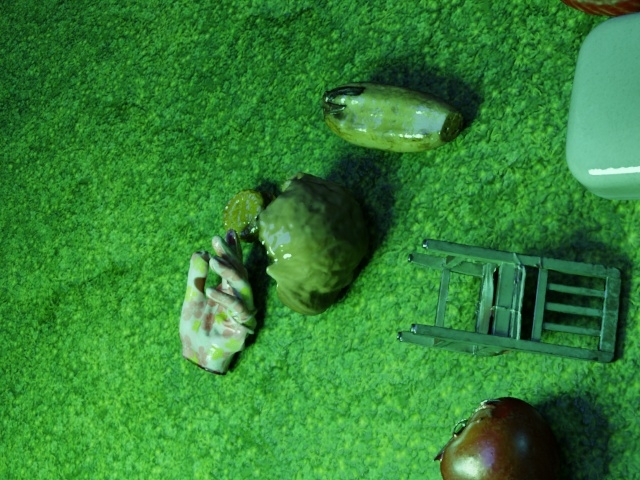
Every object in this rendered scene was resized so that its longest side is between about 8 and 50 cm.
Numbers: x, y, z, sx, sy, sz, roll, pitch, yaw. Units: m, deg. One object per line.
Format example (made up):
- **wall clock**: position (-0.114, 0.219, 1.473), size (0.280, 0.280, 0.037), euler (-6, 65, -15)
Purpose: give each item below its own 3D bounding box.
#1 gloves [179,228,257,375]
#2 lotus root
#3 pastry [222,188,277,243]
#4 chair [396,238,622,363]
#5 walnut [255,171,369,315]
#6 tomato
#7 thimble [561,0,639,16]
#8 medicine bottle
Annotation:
- **gloves**: position (-0.170, 0.102, 1.683), size (0.241, 0.126, 0.145), euler (-69, 22, 2)
- **lotus root**: position (0.113, -0.197, 1.568), size (0.259, 0.097, 0.110), euler (17, 93, 36)
- **pastry**: position (-0.125, -0.045, 1.739), size (0.109, 0.057, 0.097), euler (-45, 52, 21)
- **chair**: position (0.253, 0.090, 1.328), size (0.271, 0.147, 0.136), euler (8, 79, -2)
- **walnut**: position (-0.005, -0.008, 1.533), size (0.141, 0.204, 0.238), euler (-14, 65, 22)
- **tomato**: position (0.234, 0.286, 1.244), size (0.167, 0.167, 0.167), euler (-16, 64, 36)
- **thimble**: position (0.398, -0.510, 1.346), size (0.350, 0.231, 0.350), euler (-15, 65, 35)
- **medicine bottle**: position (0.495, -0.177, 1.205), size (0.375, 0.123, 0.282), euler (0, 76, 40)
